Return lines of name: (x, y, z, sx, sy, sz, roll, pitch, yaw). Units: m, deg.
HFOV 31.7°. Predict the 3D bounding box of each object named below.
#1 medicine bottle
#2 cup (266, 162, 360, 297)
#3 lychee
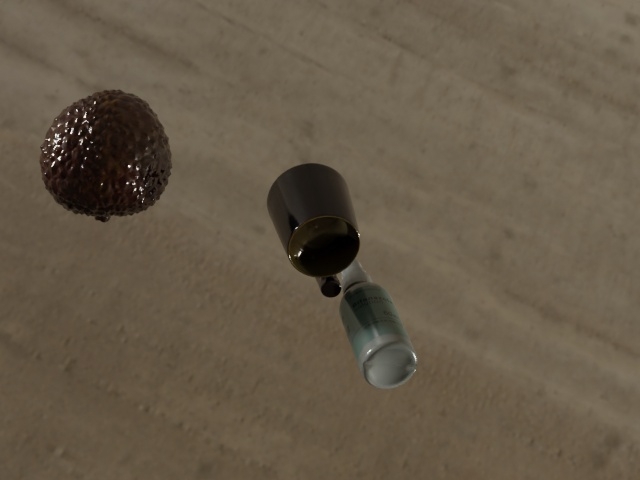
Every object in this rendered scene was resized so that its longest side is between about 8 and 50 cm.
medicine bottle: (0.095, 0.146, 2.221, 0.110, 0.352, 0.110, -6, -59, -10)
cup: (0.012, -0.012, 2.186, 0.166, 0.177, 0.239, -34, -56, 9)
lychee: (-0.412, -0.164, 2.180, 0.261, 0.260, 0.260, 19, -33, 13)
